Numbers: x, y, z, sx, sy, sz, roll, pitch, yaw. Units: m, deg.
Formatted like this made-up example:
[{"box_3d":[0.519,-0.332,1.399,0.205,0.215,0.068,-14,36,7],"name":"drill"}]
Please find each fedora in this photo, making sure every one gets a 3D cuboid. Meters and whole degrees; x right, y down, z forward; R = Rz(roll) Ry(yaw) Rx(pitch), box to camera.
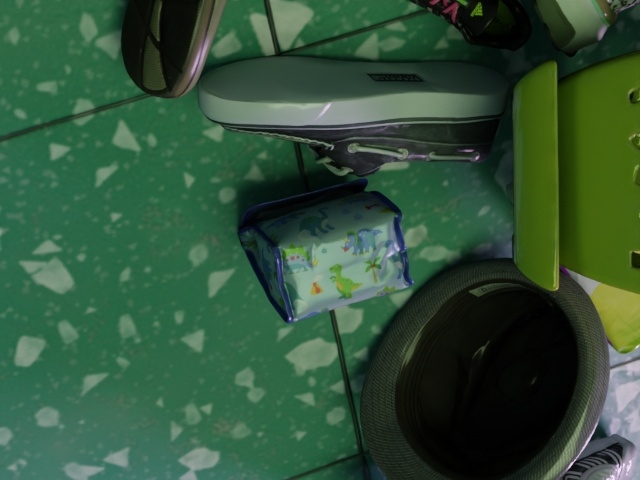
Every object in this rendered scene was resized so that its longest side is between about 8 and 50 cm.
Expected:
[{"box_3d":[0.185,0.152,1.505,0.275,0.243,0.124,-58,150,8],"name":"fedora"}]

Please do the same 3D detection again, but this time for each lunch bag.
[{"box_3d":[0.000,0.000,1.360,0.128,0.151,0.096,-15,109,-12],"name":"lunch bag"}]

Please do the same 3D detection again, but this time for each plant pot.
[{"box_3d":[0.272,-0.063,1.294,0.207,0.228,0.227,-1,95,8],"name":"plant pot"}]

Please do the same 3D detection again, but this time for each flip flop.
[{"box_3d":[-0.082,-0.245,1.216,0.080,0.112,0.277,-3,123,-49],"name":"flip flop"}]

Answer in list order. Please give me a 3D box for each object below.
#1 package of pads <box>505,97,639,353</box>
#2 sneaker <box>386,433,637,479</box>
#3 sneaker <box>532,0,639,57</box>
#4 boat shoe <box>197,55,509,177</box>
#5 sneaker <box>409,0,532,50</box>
[{"box_3d":[0.370,-0.044,1.496,0.296,0.101,0.229,-35,125,4],"name":"package of pads"},{"box_3d":[0.196,0.276,1.617,0.366,0.210,0.137,-26,135,-47],"name":"sneaker"},{"box_3d":[0.217,-0.346,1.202,0.182,0.158,0.410,-19,135,15],"name":"sneaker"},{"box_3d":[0.030,-0.106,1.338,0.301,0.108,0.102,-4,120,-26],"name":"boat shoe"},{"box_3d":[0.127,-0.219,1.315,0.170,0.075,0.063,24,110,-30],"name":"sneaker"}]
